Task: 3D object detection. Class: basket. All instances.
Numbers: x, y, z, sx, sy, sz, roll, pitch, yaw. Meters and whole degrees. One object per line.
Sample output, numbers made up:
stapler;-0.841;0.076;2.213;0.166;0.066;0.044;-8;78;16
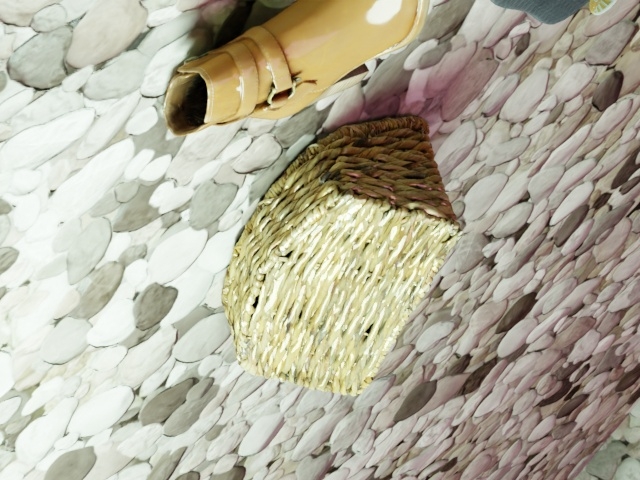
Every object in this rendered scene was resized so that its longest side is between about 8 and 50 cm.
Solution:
basket;0.000;0.000;2.214;0.213;0.223;0.299;14;126;-22

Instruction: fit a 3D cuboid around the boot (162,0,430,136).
boot;-0.029;-0.203;1.813;0.220;0.109;0.283;-20;168;-30

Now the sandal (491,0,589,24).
sandal;0.165;-0.225;1.457;0.097;0.054;0.254;-39;165;8

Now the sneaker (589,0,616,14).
sneaker;0.374;-0.317;2.338;0.083;0.032;0.037;-53;154;21
